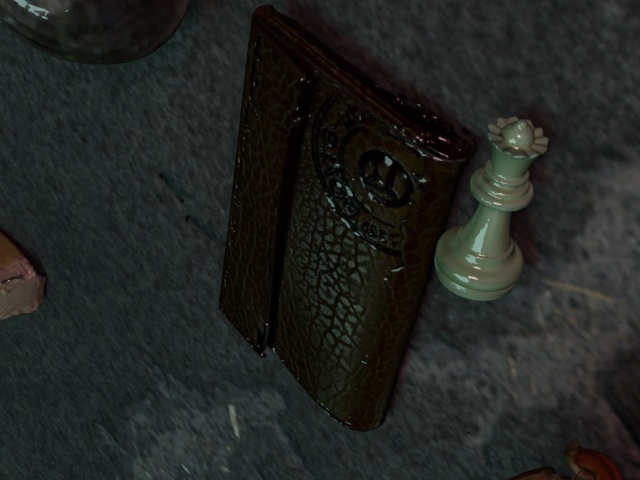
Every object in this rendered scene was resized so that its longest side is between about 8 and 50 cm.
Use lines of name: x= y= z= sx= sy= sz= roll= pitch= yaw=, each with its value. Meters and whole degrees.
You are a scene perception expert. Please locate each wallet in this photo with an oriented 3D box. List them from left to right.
wallet: x=0.000 y=0.000 z=0.741 sx=0.133 sy=0.039 sz=0.243 roll=40 pitch=145 yaw=20

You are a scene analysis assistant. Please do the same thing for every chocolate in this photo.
chocolate: x=-0.153 y=-0.200 z=0.689 sx=0.110 sy=0.110 sz=0.248 roll=-19 pitch=100 yaw=57

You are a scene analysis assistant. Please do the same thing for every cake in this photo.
cake: x=-0.278 y=0.011 z=1.101 sx=0.121 sy=0.065 sz=0.052 roll=43 pitch=145 yaw=30

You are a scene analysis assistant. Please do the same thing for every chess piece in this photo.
chess piece: x=0.081 y=-0.018 z=0.623 sx=0.042 sy=0.042 sz=0.093 roll=38 pitch=138 yaw=24

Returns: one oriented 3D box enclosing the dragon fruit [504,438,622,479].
dragon fruit: x=0.141 y=0.267 z=0.592 sx=0.342 sy=0.277 sz=0.277 roll=46 pitch=150 yaw=-12
